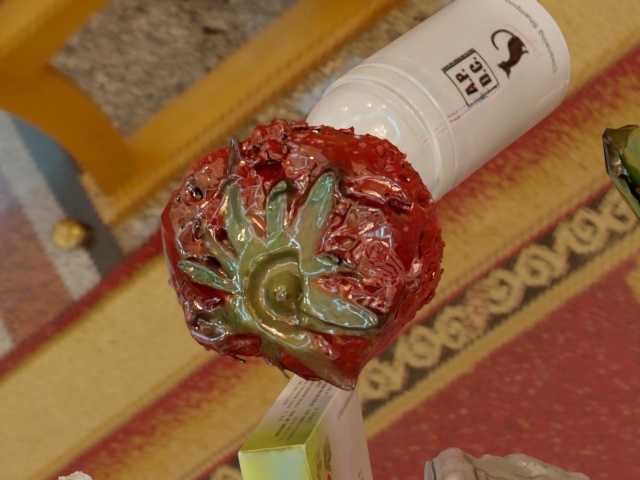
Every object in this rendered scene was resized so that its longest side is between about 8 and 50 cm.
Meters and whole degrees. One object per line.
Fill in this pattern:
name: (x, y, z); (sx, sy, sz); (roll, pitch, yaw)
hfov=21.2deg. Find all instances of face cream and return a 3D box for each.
face cream: (0.071, -0.096, 1.538); (0.145, 0.370, 0.145); (25, 134, 29)

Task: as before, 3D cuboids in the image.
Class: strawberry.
strawberry: (0.000, 0.000, 1.147); (0.184, 0.201, 0.187); (50, 117, 7)

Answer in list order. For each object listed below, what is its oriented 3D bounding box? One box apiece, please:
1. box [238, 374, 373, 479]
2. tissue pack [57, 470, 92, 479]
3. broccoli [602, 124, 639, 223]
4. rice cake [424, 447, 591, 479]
box: (-0.004, 0.228, 1.515); (0.062, 0.260, 0.175); (-8, 99, 11)
tissue pack: (-0.192, 0.356, 1.424); (0.124, 0.201, 0.271); (-21, 112, 19)
broccoli: (0.175, 0.033, 0.319); (0.248, 0.288, 0.245); (-33, 73, -5)
rice cake: (0.057, 0.121, 0.328); (0.056, 0.365, 0.072); (2, 101, -2)
